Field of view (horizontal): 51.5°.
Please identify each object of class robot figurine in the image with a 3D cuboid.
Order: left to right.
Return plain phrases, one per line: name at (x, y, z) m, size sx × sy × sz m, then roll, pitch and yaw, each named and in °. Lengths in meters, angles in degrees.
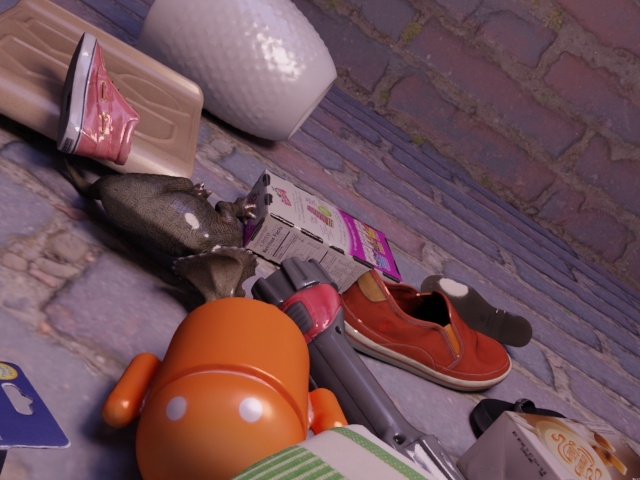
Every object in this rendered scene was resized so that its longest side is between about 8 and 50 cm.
robot figurine at (-0.070, 0.129, 0.529) m, size 0.158 × 0.128 × 0.219 m, roll 43°, pitch 18°, yaw -16°

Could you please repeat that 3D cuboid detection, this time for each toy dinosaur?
toy dinosaur at (-0.166, -0.028, 0.746) m, size 0.313 × 0.121 × 0.160 m, roll 41°, pitch 7°, yaw 6°

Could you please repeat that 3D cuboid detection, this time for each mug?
mug at (-0.151, -0.358, 1.349) m, size 0.328 × 0.276 × 0.374 m, roll 39°, pitch -11°, yaw -4°

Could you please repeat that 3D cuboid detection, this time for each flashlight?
flashlight at (0.035, 0.153, 0.699) m, size 0.103 × 0.103 × 0.304 m, roll -18°, pitch 54°, yaw -32°

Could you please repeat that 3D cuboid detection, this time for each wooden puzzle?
wooden puzzle at (-0.332, -0.208, 0.959) m, size 0.322 × 0.080 × 0.348 m, roll 27°, pitch 26°, yaw -20°

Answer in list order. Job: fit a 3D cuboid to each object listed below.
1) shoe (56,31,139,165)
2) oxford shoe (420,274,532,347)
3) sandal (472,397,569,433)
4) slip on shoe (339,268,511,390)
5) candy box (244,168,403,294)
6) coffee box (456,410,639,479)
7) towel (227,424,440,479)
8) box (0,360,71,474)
shoe at (-0.268, -0.172, 0.814) m, size 0.081 × 0.063 × 0.178 m, roll 16°, pitch 54°, yaw -32°
oxford shoe at (0.261, 0.128, 1.163) m, size 0.212 × 0.076 × 0.076 m, roll 30°, pitch -9°, yaw -7°
sandal at (0.300, 0.254, 0.930) m, size 0.254 × 0.054 × 0.097 m, roll 15°, pitch 28°, yaw -43°
slip on shoe at (0.163, 0.128, 0.935) m, size 0.331 × 0.101 × 0.123 m, roll 24°, pitch 21°, yaw -31°
candy box at (0.000, 0.000, 1.007) m, size 0.233 × 0.071 × 0.159 m, roll 29°, pitch 21°, yaw -19°
coffee box at (0.299, 0.292, 0.782) m, size 0.246 × 0.098 × 0.141 m, roll 18°, pitch 26°, yaw -38°
towel at (-0.020, 0.215, 0.287) m, size 0.247 × 0.038 × 0.324 m, roll 25°, pitch 37°, yaw 38°
box at (-0.267, 0.095, 0.361) m, size 0.225 × 0.037 × 0.136 m, roll 15°, pitch 4°, yaw -40°
